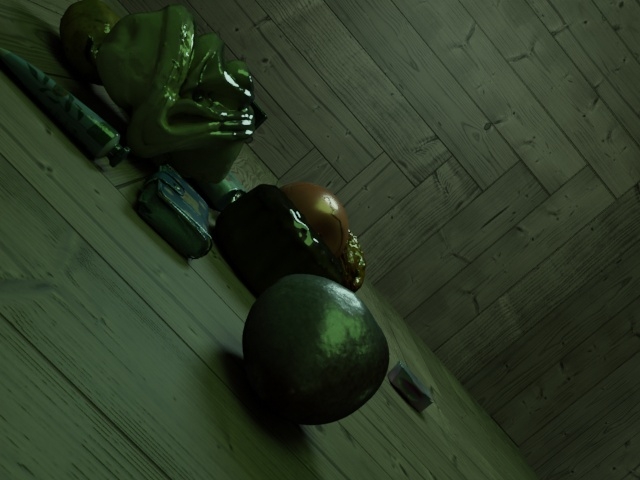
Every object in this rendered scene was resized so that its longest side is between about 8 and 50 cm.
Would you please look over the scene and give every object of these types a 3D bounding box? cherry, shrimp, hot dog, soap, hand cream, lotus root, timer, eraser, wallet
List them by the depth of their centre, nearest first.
[{"bbox_3d":[-0.010,0.152,0.897,0.213,0.184,0.266,35,18,7],"label":"cherry"},{"bbox_3d":[-0.411,-0.214,0.995,0.256,0.055,0.088,41,3,-9],"label":"hand cream"},{"bbox_3d":[-0.247,-0.056,1.098,0.141,0.059,0.202,44,8,-21],"label":"wallet"},{"bbox_3d":[-0.482,-0.433,1.379,0.284,0.146,0.160,51,-15,52],"label":"lotus root"},{"bbox_3d":[-0.191,-0.064,1.498,0.034,0.091,0.161,14,-7,6],"label":"shrimp"},{"bbox_3d":[-0.276,-0.175,1.547,0.227,0.081,0.174,49,2,10],"label":"eraser"},{"bbox_3d":[-0.047,-0.034,1.603,0.229,0.229,0.215,45,-7,-32],"label":"timer"},{"bbox_3d":[0.250,0.409,1.782,0.149,0.056,0.100,48,4,-11],"label":"soap"},{"bbox_3d":[0.000,0.000,1.991,0.387,0.174,0.267,52,9,16],"label":"hot dog"}]

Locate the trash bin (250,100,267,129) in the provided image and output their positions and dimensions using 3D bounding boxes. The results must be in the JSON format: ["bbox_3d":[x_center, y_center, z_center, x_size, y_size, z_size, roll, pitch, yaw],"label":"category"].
[{"bbox_3d":[-0.278,-0.322,1.756,0.165,0.225,0.115,48,7,-16],"label":"trash bin"}]

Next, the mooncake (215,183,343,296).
[{"bbox_3d":[-0.081,0.019,1.346,0.290,0.161,0.290,50,4,-5],"label":"mooncake"}]

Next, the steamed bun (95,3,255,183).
[{"bbox_3d":[-0.258,-0.295,1.284,0.339,0.247,0.352,-6,86,-72],"label":"steamed bun"}]
